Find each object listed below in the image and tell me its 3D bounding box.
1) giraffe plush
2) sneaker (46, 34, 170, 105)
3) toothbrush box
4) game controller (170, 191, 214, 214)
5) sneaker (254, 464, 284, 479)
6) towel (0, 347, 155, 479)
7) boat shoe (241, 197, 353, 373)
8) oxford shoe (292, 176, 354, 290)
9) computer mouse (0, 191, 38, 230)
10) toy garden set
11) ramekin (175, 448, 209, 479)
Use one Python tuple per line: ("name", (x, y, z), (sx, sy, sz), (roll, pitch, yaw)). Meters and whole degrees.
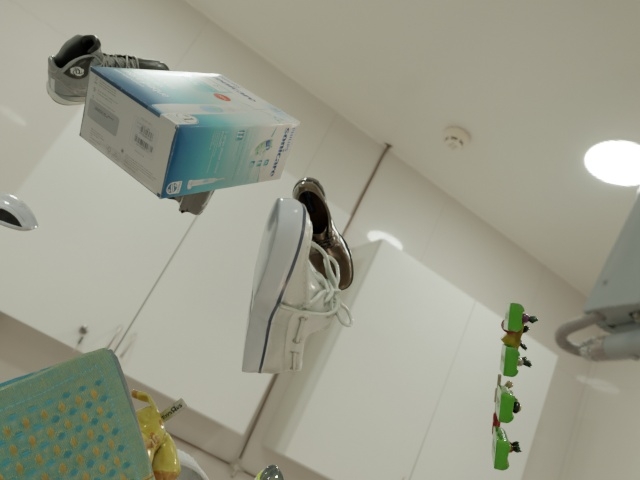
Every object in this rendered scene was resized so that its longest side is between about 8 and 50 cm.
("giraffe plush", (-0.329, 0.374, 0.974), (0.181, 0.210, 0.170), (37, -2, 0))
("sneaker", (-0.378, -0.318, 1.021), (0.086, 0.228, 0.132), (62, -29, 16))
("toothbrush box", (-0.214, -0.192, 0.965), (0.216, 0.126, 0.295), (35, 28, 24))
("game controller", (-0.332, -0.148, 1.338), (0.166, 0.067, 0.319), (45, -22, -6))
("sneaker", (-0.077, 0.611, 1.288), (0.111, 0.121, 0.300), (47, 0, -19))
("towel", (-0.215, 0.288, 0.406), (0.040, 0.370, 0.271), (-31, -12, 37))
("boat shoe", (-0.025, 0.091, 0.844), (0.156, 0.136, 0.367), (7, -48, -8))
("oxford shoe", (0.000, 0.000, 1.048), (0.096, 0.082, 0.227), (-88, 154, -74))
("computer mouse", (-0.561, -0.072, 0.930), (0.193, 0.042, 0.106), (23, 13, -15))
("toy garden set", (0.318, 0.229, 0.922), (0.049, 0.244, 0.204), (6, -6, 16))
("ramekin", (-0.336, 0.542, 1.187), (0.207, 0.207, 0.109), (35, -7, -20))
